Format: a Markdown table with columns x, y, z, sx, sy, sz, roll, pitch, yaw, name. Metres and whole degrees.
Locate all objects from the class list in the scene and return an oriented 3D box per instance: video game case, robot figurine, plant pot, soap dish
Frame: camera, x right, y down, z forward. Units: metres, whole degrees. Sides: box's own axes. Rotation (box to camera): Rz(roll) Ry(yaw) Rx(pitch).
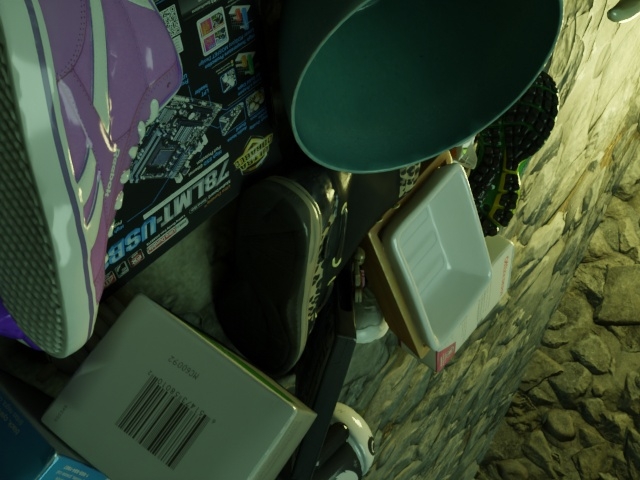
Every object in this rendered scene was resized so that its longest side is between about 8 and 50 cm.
| x | y | z | sx | sy | sz | roll | pitch | yaw | name |
| --- | --- | --- | --- | --- | --- | --- | --- | --- | --- |
| 0.002 | 0.187 | 1.078 | 0.248 | 0.035 | 0.274 | -90 | -166 | -62 | video game case |
| -0.021 | 0.426 | 1.278 | 0.278 | 0.209 | 0.173 | -36 | 109 | -34 | robot figurine |
| 0.074 | -0.237 | 0.728 | 0.290 | 0.195 | 0.290 | -18 | 152 | -10 | plant pot |
| 0.173 | 0.020 | 1.165 | 0.229 | 0.118 | 0.291 | -46 | 129 | -28 | soap dish |

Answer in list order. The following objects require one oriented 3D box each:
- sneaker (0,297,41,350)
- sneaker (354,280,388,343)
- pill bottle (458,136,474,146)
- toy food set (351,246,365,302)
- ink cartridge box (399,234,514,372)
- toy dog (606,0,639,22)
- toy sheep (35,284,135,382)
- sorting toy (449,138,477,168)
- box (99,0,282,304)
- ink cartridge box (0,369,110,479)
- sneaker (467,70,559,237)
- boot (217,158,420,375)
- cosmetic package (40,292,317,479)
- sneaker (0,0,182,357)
| x | y | z | sx | sy | sz | roll | pitch | yaw | name |
| --- | --- | --- | --- | --- | --- | --- | --- | --- | --- |
| -0.318 | 0.024 | 0.521 | 0.146 | 0.102 | 0.293 | -48 | 142 | -18 | sneaker |
| 0.105 | 0.091 | 1.263 | 0.232 | 0.090 | 0.115 | -44 | 141 | -38 | sneaker |
| 0.182 | -0.224 | 1.026 | 0.117 | 0.117 | 0.215 | -55 | 151 | -5 | pill bottle |
| 0.059 | 0.053 | 1.047 | 0.122 | 0.019 | 0.078 | -91 | 180 | -60 | toy food set |
| 0.306 | 0.128 | 1.554 | 0.283 | 0.117 | 0.207 | -44 | 148 | -23 | ink cartridge box |
| 0.579 | -0.606 | 1.169 | 0.395 | 0.284 | 0.408 | -49 | 154 | 21 | toy dog |
| -0.244 | 0.094 | 0.712 | 0.132 | 0.091 | 0.091 | -45 | 149 | -30 | toy sheep |
| 0.267 | -0.181 | 1.283 | 0.083 | 0.045 | 0.075 | 12 | 99 | -58 | sorting toy |
| -0.170 | -0.118 | 0.634 | 0.295 | 0.073 | 0.293 | -42 | 148 | -27 | box |
| -0.331 | 0.268 | 0.656 | 0.232 | 0.168 | 0.171 | -49 | 149 | -15 | ink cartridge box |
| 0.361 | -0.179 | 1.371 | 0.146 | 0.134 | 0.343 | -40 | 153 | -79 | sneaker |
| 0.000 | 0.000 | 0.940 | 0.284 | 0.138 | 0.377 | -45 | 157 | -36 | boot |
| -0.129 | 0.202 | 0.781 | 0.155 | 0.197 | 0.365 | -54 | 170 | -10 | cosmetic package |
| -0.161 | -0.058 | 0.505 | 0.161 | 0.102 | 0.282 | -26 | 127 | -50 | sneaker |
